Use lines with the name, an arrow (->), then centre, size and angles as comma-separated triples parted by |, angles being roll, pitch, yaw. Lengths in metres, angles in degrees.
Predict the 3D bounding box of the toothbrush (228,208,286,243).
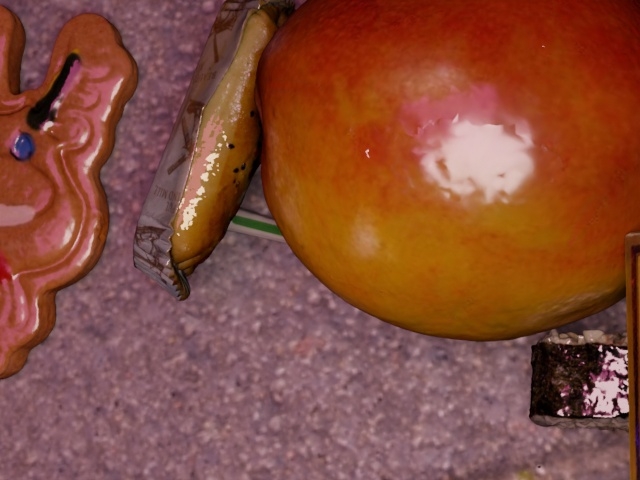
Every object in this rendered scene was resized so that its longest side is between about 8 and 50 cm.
toothbrush -> -0.001, -0.001, 1.396 | 0.304, 0.030, 0.030 | 15, 88, 19

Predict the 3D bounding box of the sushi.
sushi -> 0.233, 0.107, 1.283 | 0.150, 0.090, 0.078 | 2, 80, 19

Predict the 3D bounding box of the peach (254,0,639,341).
peach -> 0.107, -0.077, 1.236 | 0.332, 0.308, 0.307 | 11, 87, 9

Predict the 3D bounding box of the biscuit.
biscuit -> -0.276, -0.044, 1.476 | 0.202, 0.047, 0.333 | 11, 88, 18

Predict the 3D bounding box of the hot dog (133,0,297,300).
hot dog -> -0.076, -0.081, 1.353 | 0.082, 0.162, 0.270 | 21, 82, 3

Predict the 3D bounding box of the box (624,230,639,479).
box -> 0.350, 0.093, 1.154 | 0.084, 0.302, 0.192 | -13, 76, 60
